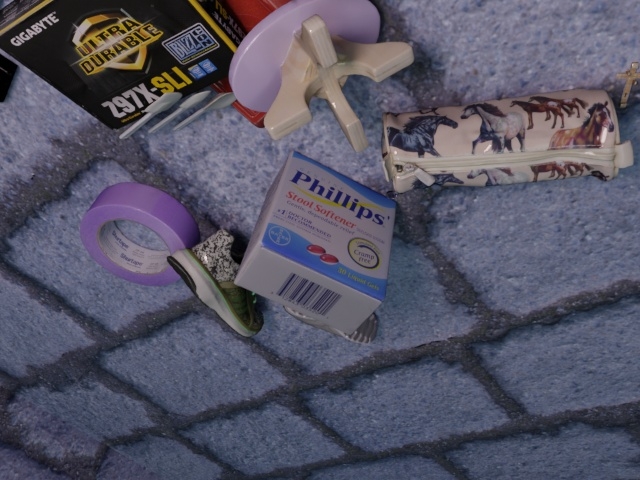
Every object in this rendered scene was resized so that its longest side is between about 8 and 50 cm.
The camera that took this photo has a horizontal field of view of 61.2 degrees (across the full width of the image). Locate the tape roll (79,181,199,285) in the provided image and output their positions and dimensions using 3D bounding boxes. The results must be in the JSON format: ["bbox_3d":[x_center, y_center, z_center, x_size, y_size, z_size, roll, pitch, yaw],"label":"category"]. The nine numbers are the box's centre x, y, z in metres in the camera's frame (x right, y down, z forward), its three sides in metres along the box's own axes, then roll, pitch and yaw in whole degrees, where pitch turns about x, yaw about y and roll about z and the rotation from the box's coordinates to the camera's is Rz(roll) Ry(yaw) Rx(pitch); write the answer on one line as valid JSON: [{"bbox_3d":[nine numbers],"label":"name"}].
[{"bbox_3d":[-0.447,-0.010,1.349,0.274,0.090,0.275,7,134,7],"label":"tape roll"}]

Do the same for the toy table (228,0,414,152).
[{"bbox_3d":[0.000,-0.271,0.874,0.274,0.161,0.252,-37,141,9],"label":"toy table"}]

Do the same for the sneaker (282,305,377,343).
[{"bbox_3d":[0.026,0.195,1.457,0.281,0.105,0.115,26,163,-15],"label":"sneaker"}]

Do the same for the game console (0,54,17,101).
[{"bbox_3d":[-0.673,-0.427,1.035,0.213,0.044,0.361,34,131,-21],"label":"game console"}]

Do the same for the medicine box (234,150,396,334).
[{"bbox_3d":[0.000,0.000,1.117,0.263,0.290,0.149,25,136,-12],"label":"medicine box"}]

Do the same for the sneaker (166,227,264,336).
[{"bbox_3d":[-0.205,0.108,1.369,0.182,0.158,0.410,-41,148,-7],"label":"sneaker"}]

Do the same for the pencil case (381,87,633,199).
[{"bbox_3d":[0.312,-0.168,0.963,0.409,0.184,0.160,-3,132,14],"label":"pencil case"}]

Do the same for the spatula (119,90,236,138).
[{"bbox_3d":[-0.272,-0.237,1.030,0.242,0.168,0.019,-16,95,48],"label":"spatula"}]

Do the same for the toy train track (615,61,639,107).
[{"bbox_3d":[0.533,-0.266,0.935,0.048,0.014,0.083,2,134,11],"label":"toy train track"}]

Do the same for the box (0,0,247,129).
[{"bbox_3d":[-0.318,-0.332,0.890,0.321,0.080,0.257,-17,150,23],"label":"box"}]

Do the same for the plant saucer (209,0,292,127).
[{"bbox_3d":[-0.130,-0.347,0.985,0.258,0.048,0.259,39,130,-23],"label":"plant saucer"}]
